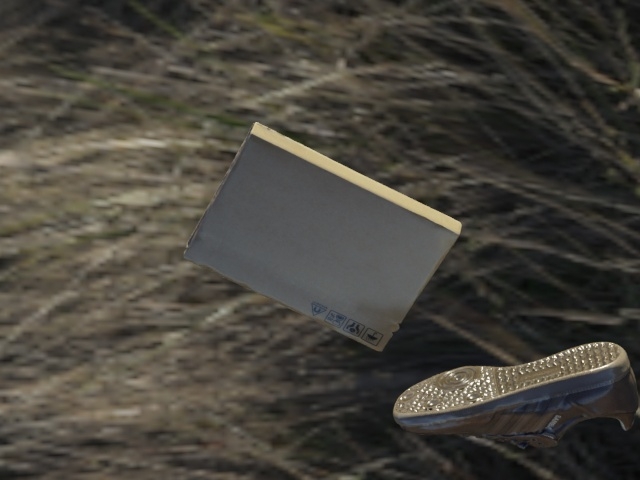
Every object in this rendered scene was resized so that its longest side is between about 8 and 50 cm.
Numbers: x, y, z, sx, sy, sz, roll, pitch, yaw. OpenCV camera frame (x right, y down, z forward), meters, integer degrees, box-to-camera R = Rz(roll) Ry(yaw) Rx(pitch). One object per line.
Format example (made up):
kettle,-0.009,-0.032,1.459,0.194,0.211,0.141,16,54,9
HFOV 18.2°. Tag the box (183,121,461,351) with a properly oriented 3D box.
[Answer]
box,0.000,0.000,1.740,0.201,0.021,0.164,26,130,-7

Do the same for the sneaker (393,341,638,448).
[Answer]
sneaker,0.152,0.135,1.539,0.188,0.066,0.071,-13,113,16
